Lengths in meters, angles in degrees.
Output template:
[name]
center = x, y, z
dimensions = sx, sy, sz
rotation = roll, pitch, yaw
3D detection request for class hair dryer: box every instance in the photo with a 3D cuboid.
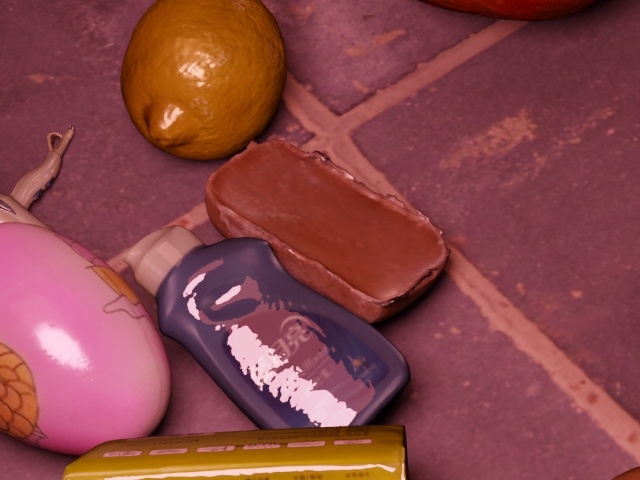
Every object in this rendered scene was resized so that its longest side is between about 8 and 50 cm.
[hair dryer]
center = -0.287, -0.037, 1.653
dimensions = 0.167, 0.067, 0.199
rotation = 37, 49, 18

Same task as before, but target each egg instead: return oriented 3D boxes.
[egg]
center = -0.259, 0.094, 1.446
dimensions = 0.271, 0.196, 0.196
rotation = 20, 57, 22

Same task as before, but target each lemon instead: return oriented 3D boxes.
[lemon]
center = -0.123, -0.190, 1.655
dimensions = 0.184, 0.184, 0.248
rotation = 6, 45, 11

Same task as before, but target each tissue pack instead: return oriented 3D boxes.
[tissue pack]
center = -0.059, 0.248, 1.279
dimensions = 0.274, 0.200, 0.167
rotation = -2, 91, 3

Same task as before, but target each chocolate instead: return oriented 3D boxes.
[chocolate]
center = 0.001, 0.001, 1.554
dimensions = 0.261, 0.083, 0.161
rotation = 33, 42, 24

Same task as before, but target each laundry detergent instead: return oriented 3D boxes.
[laundry detergent]
center = -0.061, 0.084, 1.446
dimensions = 0.290, 0.094, 0.143
rotation = 39, 81, 10

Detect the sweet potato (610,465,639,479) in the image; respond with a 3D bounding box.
[sweet potato]
center = 0.373, 0.225, 1.359
dimensions = 0.273, 0.075, 0.075
rotation = -7, 52, -3

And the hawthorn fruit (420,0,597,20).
[hawthorn fruit]
center = 0.190, -0.419, 1.655
dimensions = 0.402, 0.403, 0.403
rotation = -3, 53, 4
